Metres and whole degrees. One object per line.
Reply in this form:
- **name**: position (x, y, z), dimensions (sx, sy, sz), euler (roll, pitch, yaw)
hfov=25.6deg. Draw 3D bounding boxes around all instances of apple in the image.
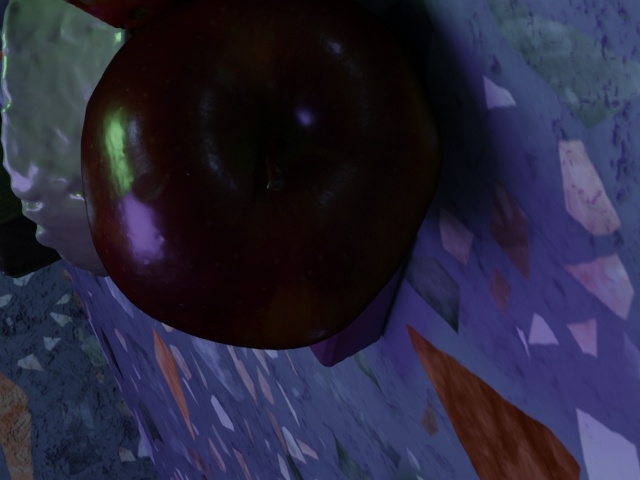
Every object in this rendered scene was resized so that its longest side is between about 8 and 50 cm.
- **apple**: position (-0.048, -0.058, 1.109), dimensions (0.288, 0.288, 0.317), euler (62, 175, 5)

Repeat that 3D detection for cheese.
- **cheese**: position (-0.182, -0.119, 1.374), dimensions (0.332, 0.153, 0.292), euler (43, -134, -67)

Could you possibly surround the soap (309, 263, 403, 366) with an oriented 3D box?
- **soap**: position (-0.002, 0.001, 1.402), dimensions (0.181, 0.081, 0.259), euler (58, 163, 18)

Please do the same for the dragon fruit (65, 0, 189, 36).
- **dragon fruit**: position (-0.094, -0.259, 1.110), dimensions (0.126, 0.274, 0.161), euler (47, 134, -3)

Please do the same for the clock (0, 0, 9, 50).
- **clock**: position (-0.363, -0.309, 1.739), dimensions (0.189, 0.254, 0.189), euler (58, 168, 20)

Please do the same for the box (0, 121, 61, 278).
- **box**: position (-0.392, -0.093, 2.108), dimensions (0.184, 0.273, 0.143), euler (53, 157, 27)
